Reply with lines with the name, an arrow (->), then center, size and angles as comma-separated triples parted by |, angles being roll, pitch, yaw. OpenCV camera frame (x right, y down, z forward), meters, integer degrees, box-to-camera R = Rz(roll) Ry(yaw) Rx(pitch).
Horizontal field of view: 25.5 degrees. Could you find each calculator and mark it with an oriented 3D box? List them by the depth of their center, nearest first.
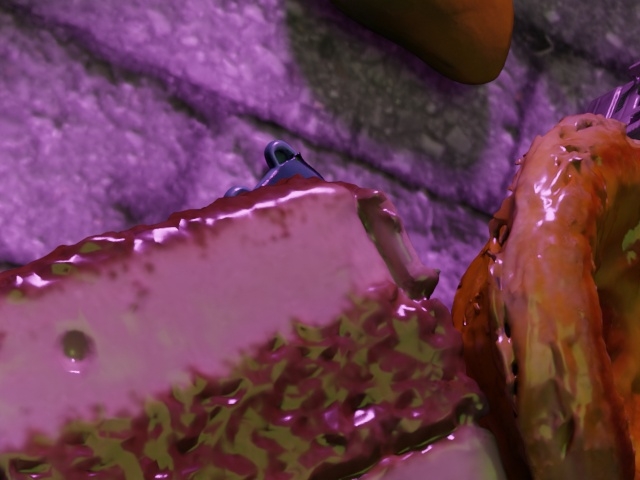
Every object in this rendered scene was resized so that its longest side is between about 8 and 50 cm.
calculator -> 0.000, 0.000, 0.962 | 0.141, 0.019, 0.094 | 45, 61, -9

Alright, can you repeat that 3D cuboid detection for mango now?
mango -> 0.064, -0.198, 1.023 | 0.191, 0.085, 0.122 | 35, 52, -24

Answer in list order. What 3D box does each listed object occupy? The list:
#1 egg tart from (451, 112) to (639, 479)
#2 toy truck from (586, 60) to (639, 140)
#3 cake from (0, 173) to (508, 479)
egg tart -> 0.158, 0.072, 0.808 | 0.294, 0.116, 0.295 | 25, 58, -48
toy truck -> 0.215, -0.008, 1.011 | 0.101, 0.125, 0.243 | 33, 62, -13
cake -> -0.068, 0.148, 0.753 | 0.282, 0.255, 0.290 | -21, 80, -28
